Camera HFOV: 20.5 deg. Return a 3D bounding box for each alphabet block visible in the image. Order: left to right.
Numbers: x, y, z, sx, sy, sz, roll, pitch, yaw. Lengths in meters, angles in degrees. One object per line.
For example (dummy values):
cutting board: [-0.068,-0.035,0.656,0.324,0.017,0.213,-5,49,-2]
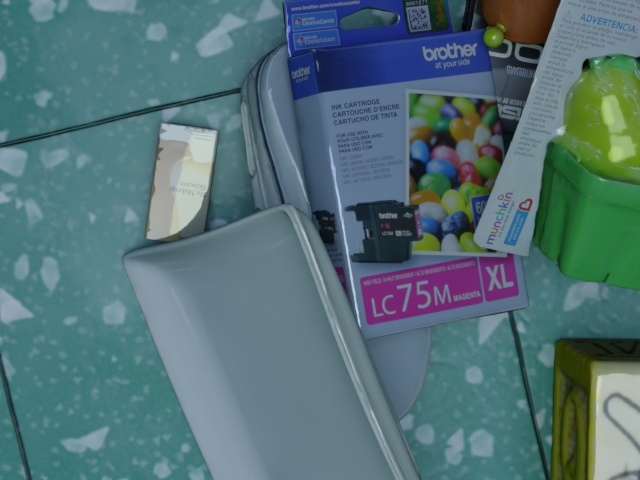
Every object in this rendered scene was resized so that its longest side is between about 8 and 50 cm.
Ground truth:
alphabet block: [0.331,0.195,1.670,0.197,0.193,0.192,2,92,-3]

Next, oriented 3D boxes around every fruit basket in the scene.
fruit basket: [0.328,-0.129,1.560,0.327,0.165,0.353,9,105,-20]

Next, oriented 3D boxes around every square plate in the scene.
square plate: [-0.032,0.143,1.600,0.049,0.347,0.344,-26,96,-30]

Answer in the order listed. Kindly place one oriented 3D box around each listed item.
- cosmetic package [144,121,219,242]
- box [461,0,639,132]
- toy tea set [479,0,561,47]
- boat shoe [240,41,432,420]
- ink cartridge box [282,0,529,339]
cosmetic package: [-0.134,-0.055,1.706,0.060,0.041,0.115,7,93,-4]
box: [0.290,-0.205,1.699,0.307,0.076,0.242,10,93,-4]
toy tea set: [0.266,-0.301,1.615,0.336,0.124,0.200,-17,65,1]
boat shoe: [-0.008,0.001,1.668,0.136,0.156,0.367,-17,92,-25]
ink cartridge box: [0.077,-0.076,1.593,0.186,0.065,0.311,-9,89,-28]
